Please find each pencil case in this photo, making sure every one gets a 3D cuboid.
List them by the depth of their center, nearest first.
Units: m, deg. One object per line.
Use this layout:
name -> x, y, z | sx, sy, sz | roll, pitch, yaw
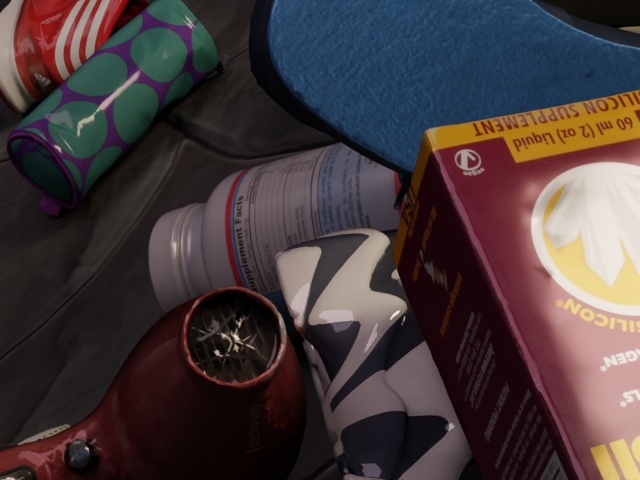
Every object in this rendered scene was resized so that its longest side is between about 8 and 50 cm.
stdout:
pencil case -> -0.129, -0.087, 1.162 | 0.064, 0.070, 0.152 | 31, 58, 18

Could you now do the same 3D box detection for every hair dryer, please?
hair dryer -> -0.100, 0.103, 0.721 | 0.293, 0.080, 0.223 | -39, -12, 34

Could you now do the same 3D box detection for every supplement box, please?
supplement box -> 0.106, 0.048, 0.626 | 0.104, 0.081, 0.188 | -12, 58, -16

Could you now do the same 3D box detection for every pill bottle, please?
pill bottle -> 0.000, 0.000, 0.893 | 0.160, 0.087, 0.087 | -14, 34, 28

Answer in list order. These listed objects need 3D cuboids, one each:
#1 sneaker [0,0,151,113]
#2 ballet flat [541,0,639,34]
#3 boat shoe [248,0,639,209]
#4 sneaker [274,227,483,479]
sneaker -> -0.161, -0.183, 1.338 | 0.128, 0.087, 0.221 | -13, 46, 15
ballet flat -> 0.115, -0.122, 0.951 | 0.348, 0.123, 0.123 | 7, 47, 45
boat shoe -> 0.080, -0.053, 0.801 | 0.089, 0.258, 0.109 | 6, 80, 65
sneaker -> 0.082, 0.071, 0.705 | 0.153, 0.094, 0.235 | -20, 40, 0
